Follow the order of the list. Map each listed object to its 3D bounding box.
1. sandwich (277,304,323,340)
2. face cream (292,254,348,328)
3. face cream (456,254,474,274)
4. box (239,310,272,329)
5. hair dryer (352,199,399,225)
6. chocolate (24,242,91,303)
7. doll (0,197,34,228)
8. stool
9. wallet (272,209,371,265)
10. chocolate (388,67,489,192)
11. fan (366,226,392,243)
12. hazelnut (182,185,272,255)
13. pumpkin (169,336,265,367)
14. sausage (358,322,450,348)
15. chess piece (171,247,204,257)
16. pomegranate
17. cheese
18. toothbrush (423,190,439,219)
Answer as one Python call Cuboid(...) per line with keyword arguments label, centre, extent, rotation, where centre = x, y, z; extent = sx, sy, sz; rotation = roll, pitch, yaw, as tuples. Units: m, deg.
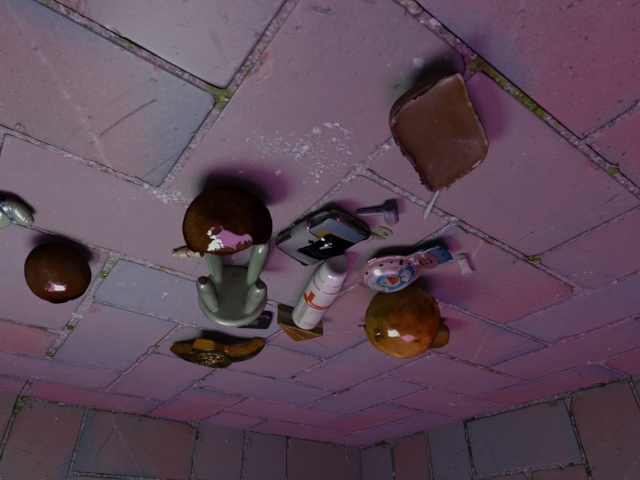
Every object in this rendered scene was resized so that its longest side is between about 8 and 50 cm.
Cuboid(label="sandwich", centre=(-0.070, 0.278, 1.603), extent=(0.113, 0.079, 0.163), rotation=(-13, 142, 14))
Cuboid(label="face cream", centre=(0.000, 0.162, 1.417), extent=(0.101, 0.102, 0.345), rotation=(9, 145, -13))
Cuboid(label="face cream", centre=(0.428, 0.075, 1.371), extent=(0.038, 0.020, 0.115), rotation=(-16, 145, 19))
Cuboid(label="box", centre=(-0.237, 0.286, 1.654), extent=(0.125, 0.027, 0.126), rotation=(6, 145, -10))
Cuboid(label="hair dryer", centre=(0.136, -0.066, 1.155), extent=(0.114, 0.037, 0.063), rotation=(-1, 147, 14))
Cuboid(label="chocolate", centre=(-0.716, 0.081, 1.257), extent=(0.176, 0.177, 0.177), rotation=(-1, 145, 0))
Cuboid(label="doll", centre=(-0.799, -0.070, 1.091), extent=(0.214, 0.072, 0.103), rotation=(9, 145, -20))
Cuboid(label="stool", centre=(-0.232, 0.106, 1.259), extent=(0.195, 0.195, 0.199), rotation=(7, 140, -10))
Cuboid(label="wallet", centre=(0.000, 0.000, 1.215), extent=(0.231, 0.069, 0.170), rotation=(-27, 142, 34))
Cuboid(label="chocolate", centre=(0.223, -0.214, 0.898), extent=(0.161, 0.083, 0.261), rotation=(-31, 138, 11))
Cuboid(label="fan", centre=(0.162, -0.012, 1.254), extent=(0.060, 0.003, 0.080), rotation=(6, 144, -8))
Cuboid(label="hazelnut", centre=(-0.210, -0.038, 1.062), extent=(0.201, 0.170, 0.160), rotation=(16, 144, -6))
Cuboid(label="pumpkin", centre=(-0.404, 0.431, 1.800), extent=(0.258, 0.095, 0.290), rotation=(26, 141, -38))
Cuboid(label="sausage", centre=(0.300, 0.332, 1.671), extent=(0.328, 0.112, 0.112), rotation=(6, 145, -6))
Cuboid(label="chess piece", centre=(-0.372, 0.034, 1.287), extent=(0.092, 0.035, 0.035), rotation=(-6, 145, 14))
Cuboid(label="pomegranate", centre=(0.255, 0.248, 1.445), extent=(0.248, 0.248, 0.248), rotation=(-1, 145, 0))
Cuboid(label="cheese", centre=(0.233, 0.081, 1.329), extent=(0.285, 0.074, 0.189), rotation=(-23, 141, 26))
Cuboid(label="toothbrush", centre=(0.272, -0.117, 1.096), extent=(0.022, 0.017, 0.204), rotation=(18, 145, 6))
